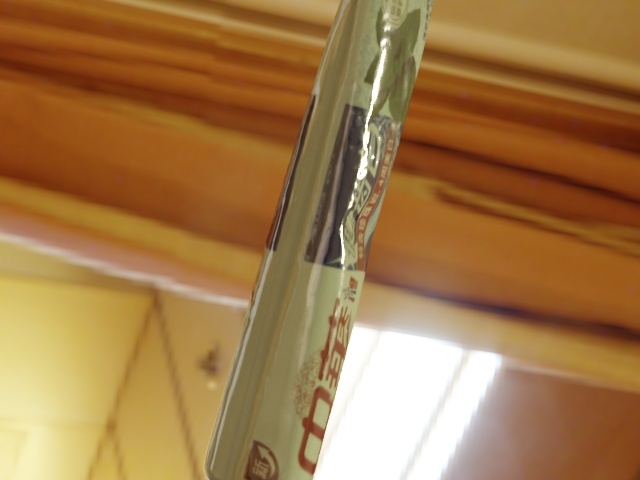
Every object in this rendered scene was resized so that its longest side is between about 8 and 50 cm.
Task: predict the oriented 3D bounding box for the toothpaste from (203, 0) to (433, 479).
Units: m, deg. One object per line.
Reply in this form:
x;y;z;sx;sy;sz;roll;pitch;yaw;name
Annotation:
0.000;0.000;0.636;0.060;0.038;0.233;10;95;-68;toothpaste
